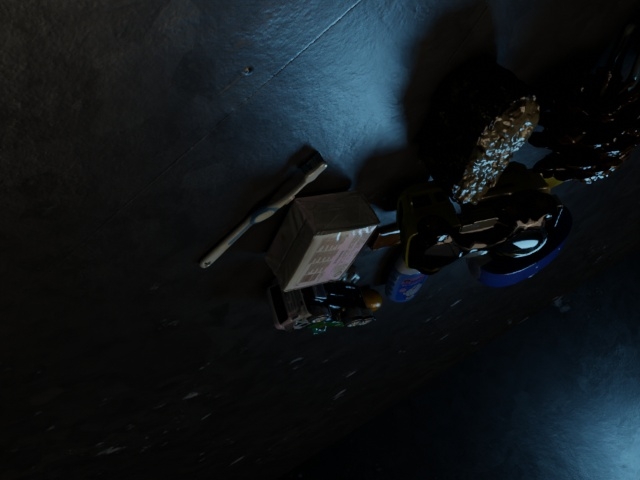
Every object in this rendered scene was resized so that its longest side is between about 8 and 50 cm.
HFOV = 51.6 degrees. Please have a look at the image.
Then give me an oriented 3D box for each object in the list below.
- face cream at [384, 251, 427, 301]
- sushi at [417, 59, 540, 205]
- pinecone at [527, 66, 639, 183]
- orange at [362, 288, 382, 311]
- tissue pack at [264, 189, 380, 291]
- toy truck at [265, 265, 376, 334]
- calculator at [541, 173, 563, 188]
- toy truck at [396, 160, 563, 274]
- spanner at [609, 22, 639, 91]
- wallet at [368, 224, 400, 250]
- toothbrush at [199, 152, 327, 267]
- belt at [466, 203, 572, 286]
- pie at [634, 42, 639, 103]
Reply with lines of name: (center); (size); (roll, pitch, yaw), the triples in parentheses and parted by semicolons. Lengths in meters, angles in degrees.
face cream: (0.277, 0.094, 2.041); (0.149, 0.083, 0.264); (-24, 153, -19)
sushi: (0.345, -0.223, 1.449); (0.211, 0.171, 0.350); (-22, 154, -20)
pinecone: (0.631, -0.269, 1.571); (0.298, 0.242, 0.296); (-47, 158, -50)
orange: (0.154, 0.189, 2.098); (0.085, 0.085, 0.085); (-24, 153, -13)
tissue pack: (0.000, 0.000, 1.542); (0.185, 0.124, 0.225); (-12, 149, -34)
toy truck: (0.007, 0.174, 1.818); (0.178, 0.177, 0.363); (-28, 158, 25)
calculator: (0.705, -0.200, 2.015); (0.236, 0.033, 0.157); (-28, 155, -1)
toy truck: (0.390, -0.069, 1.681); (0.405, 0.254, 0.181); (-12, 142, -4)
spanner: (0.741, -0.392, 1.636); (0.040, 0.096, 0.325); (-26, 153, -8)
wallet: (0.222, -0.017, 1.852); (0.176, 0.026, 0.095); (-16, 153, -26)
toothbrush: (-0.129, -0.050, 1.419); (0.386, 0.040, 0.040); (-41, 152, 22)
belt: (0.624, 0.001, 2.087); (0.347, 0.212, 0.117); (-31, 155, -7)
pie: (0.804, -0.386, 1.553); (0.078, 0.277, 0.277); (-1, 154, 8)
